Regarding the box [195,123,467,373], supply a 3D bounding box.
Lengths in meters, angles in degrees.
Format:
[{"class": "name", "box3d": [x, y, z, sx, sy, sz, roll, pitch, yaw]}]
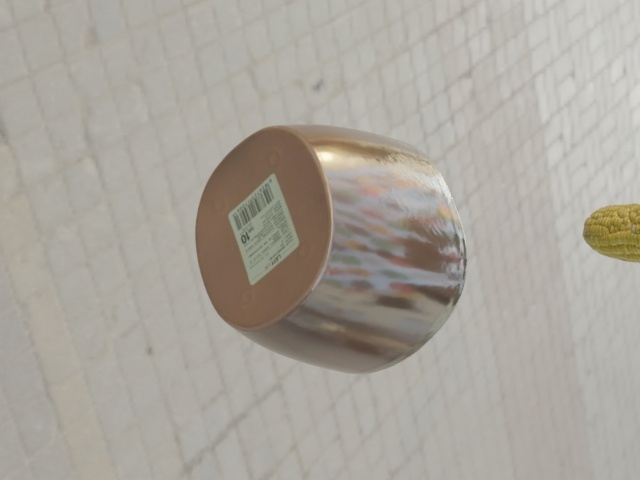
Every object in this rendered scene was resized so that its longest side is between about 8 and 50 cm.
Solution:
[{"class": "box", "box3d": [0.000, 0.000, 1.340, 0.216, 0.301, 0.301, 17, 79, -44]}]

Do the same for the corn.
[{"class": "corn", "box3d": [0.484, -0.015, 1.644, 0.101, 0.291, 0.101, -1, 93, -19]}]
